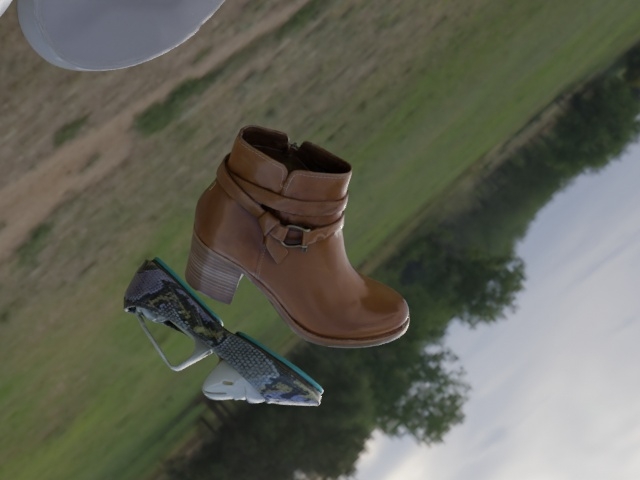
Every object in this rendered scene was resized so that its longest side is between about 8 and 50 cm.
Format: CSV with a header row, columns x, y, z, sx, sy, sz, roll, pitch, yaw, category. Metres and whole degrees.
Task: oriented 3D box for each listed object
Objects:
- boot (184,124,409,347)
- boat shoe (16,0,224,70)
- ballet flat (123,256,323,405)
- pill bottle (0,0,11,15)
x,y,z,sx,sy,sz,roll,pitch,yaw,category
0.000,0.000,0.831,0.073,0.197,0.152,-90,-160,-51,boot
-0.136,-0.253,0.852,0.158,0.127,0.340,11,-132,43,boat shoe
-0.052,0.055,0.526,0.041,0.114,0.041,-49,165,-18,ballet flat
-0.409,-0.303,0.898,0.181,0.323,0.181,-54,176,-6,pill bottle
